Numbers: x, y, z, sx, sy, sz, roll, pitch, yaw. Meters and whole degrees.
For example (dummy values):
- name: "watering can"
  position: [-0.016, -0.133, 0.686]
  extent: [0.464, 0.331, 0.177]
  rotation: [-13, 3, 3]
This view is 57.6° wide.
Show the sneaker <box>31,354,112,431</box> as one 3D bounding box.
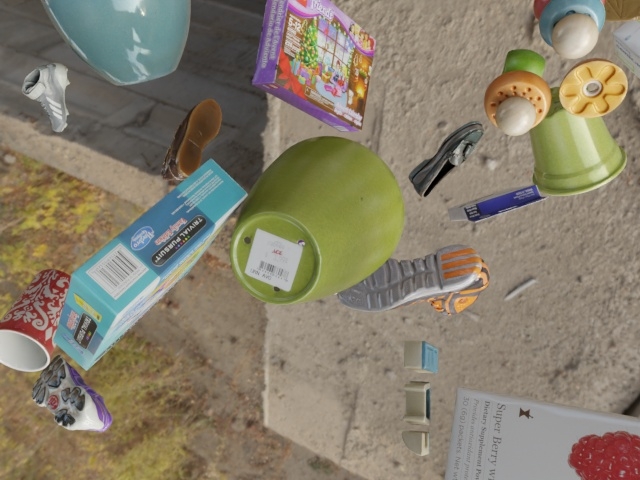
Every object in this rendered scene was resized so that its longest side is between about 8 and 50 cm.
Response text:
- name: "sneaker"
  position: [-0.353, 0.225, 0.829]
  extent: [0.170, 0.068, 0.071]
  rotation: [28, 166, 43]

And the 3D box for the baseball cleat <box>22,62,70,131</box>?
- name: "baseball cleat"
  position: [-0.682, -0.351, 1.441]
  extent: [0.072, 0.109, 0.206]
  rotation: [48, 137, 24]

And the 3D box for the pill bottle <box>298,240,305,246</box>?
- name: "pill bottle"
  position: [0.000, 0.000, 1.796]
  extent: [0.181, 0.181, 0.323]
  rotation: [-12, 109, 40]

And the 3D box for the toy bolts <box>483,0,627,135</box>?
- name: "toy bolts"
  position: [0.375, -0.256, 0.877]
  extent: [0.218, 0.158, 0.228]
  rotation: [14, 134, 7]

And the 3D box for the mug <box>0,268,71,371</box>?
- name: "mug"
  position: [-0.544, 0.140, 1.087]
  extent: [0.150, 0.169, 0.113]
  rotation: [5, 130, 3]

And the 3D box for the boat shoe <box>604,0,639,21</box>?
- name: "boat shoe"
  position: [0.594, -0.421, 1.039]
  extent: [0.170, 0.059, 0.063]
  rotation: [18, 130, 27]

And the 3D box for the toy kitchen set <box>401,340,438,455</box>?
- name: "toy kitchen set"
  position: [0.251, 0.304, 1.112]
  extent: [0.166, 0.207, 0.122]
  rotation: [-2, 164, 21]

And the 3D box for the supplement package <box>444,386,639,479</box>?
- name: "supplement package"
  position: [0.303, 0.280, 0.644]
  extent: [0.293, 0.177, 0.175]
  rotation: [3, 163, 29]

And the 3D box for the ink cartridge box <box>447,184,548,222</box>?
- name: "ink cartridge box"
  position: [0.498, -0.107, 1.662]
  extent: [0.224, 0.223, 0.045]
  rotation: [-148, 40, -84]

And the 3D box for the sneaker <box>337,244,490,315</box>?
- name: "sneaker"
  position: [0.207, 0.113, 1.254]
  extent: [0.321, 0.124, 0.180]
  rotation: [-10, 151, 25]

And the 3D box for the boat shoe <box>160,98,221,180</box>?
- name: "boat shoe"
  position: [-0.271, -0.209, 1.201]
  extent: [0.073, 0.207, 0.073]
  rotation: [-11, 135, 37]

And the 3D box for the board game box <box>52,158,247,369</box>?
- name: "board game box"
  position: [-0.267, 0.049, 0.884]
  extent: [0.079, 0.254, 0.336]
  rotation: [44, 145, -4]

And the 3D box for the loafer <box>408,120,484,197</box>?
- name: "loafer"
  position: [0.366, -0.222, 1.644]
  extent: [0.267, 0.096, 0.084]
  rotation: [-43, 53, 37]

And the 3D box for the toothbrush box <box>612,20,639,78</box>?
- name: "toothbrush box"
  position: [0.920, -0.522, 1.448]
  extent: [0.283, 0.122, 0.206]
  rotation: [-38, 61, 14]

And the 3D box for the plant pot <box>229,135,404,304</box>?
- name: "plant pot"
  position: [-0.022, -0.013, 0.932]
  extent: [0.275, 0.293, 0.274]
  rotation: [5, 108, 15]

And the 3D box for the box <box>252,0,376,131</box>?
- name: "box"
  position: [-0.001, -0.347, 1.117]
  extent: [0.057, 0.293, 0.201]
  rotation: [7, 86, 35]

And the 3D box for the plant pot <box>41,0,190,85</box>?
- name: "plant pot"
  position: [-0.394, -0.435, 1.202]
  extent: [0.290, 0.290, 0.195]
  rotation: [5, 121, 31]

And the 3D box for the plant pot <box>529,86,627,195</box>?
- name: "plant pot"
  position: [0.739, -0.317, 1.741]
  extent: [0.276, 0.276, 0.254]
  rotation: [-7, 125, 38]
